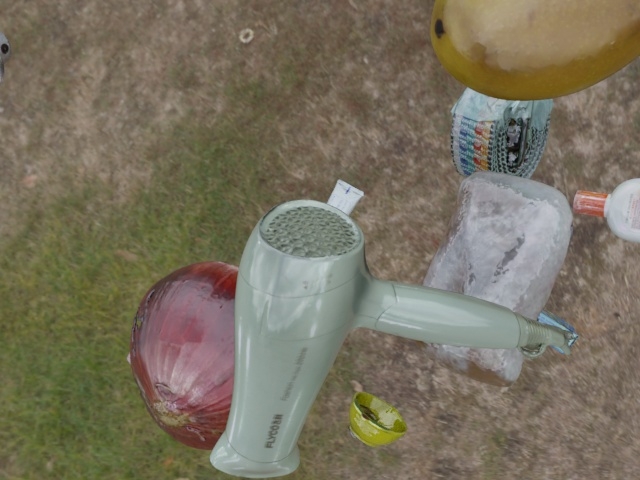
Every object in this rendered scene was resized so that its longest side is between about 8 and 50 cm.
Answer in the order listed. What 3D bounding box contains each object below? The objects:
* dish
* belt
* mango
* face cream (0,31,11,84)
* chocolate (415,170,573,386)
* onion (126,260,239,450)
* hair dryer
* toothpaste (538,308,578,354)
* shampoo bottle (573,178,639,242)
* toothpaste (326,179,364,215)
[{"bbox_3d":[0.122,0.438,1.770,0.148,0.207,0.080,38,102,26],"label":"dish"},{"bbox_3d":[0.385,-0.236,1.578,0.150,0.207,0.258,30,131,42],"label":"belt"},{"bbox_3d":[0.189,-0.180,0.533,0.227,0.099,0.136,-19,85,7],"label":"mango"},{"bbox_3d":[-0.447,-0.134,0.749,0.104,0.105,0.349,1,35,27],"label":"face cream"},{"bbox_3d":[0.234,0.045,1.067,0.185,0.100,0.303,19,87,39],"label":"chocolate"},{"bbox_3d":[-0.170,0.204,1.311,0.341,0.341,0.342,-9,69,24],"label":"onion"},{"bbox_3d":[0.055,0.079,0.488,0.237,0.207,0.075,3,35,-14],"label":"hair dryer"},{"bbox_3d":[0.382,0.129,1.479,0.266,0.065,0.050,32,106,4],"label":"toothpaste"},{"bbox_3d":[0.532,-0.048,1.223,0.220,0.051,0.108,12,89,32],"label":"shampoo bottle"},{"bbox_3d":[0.000,0.000,1.269,0.052,0.033,0.218,30,87,9],"label":"toothpaste"}]
